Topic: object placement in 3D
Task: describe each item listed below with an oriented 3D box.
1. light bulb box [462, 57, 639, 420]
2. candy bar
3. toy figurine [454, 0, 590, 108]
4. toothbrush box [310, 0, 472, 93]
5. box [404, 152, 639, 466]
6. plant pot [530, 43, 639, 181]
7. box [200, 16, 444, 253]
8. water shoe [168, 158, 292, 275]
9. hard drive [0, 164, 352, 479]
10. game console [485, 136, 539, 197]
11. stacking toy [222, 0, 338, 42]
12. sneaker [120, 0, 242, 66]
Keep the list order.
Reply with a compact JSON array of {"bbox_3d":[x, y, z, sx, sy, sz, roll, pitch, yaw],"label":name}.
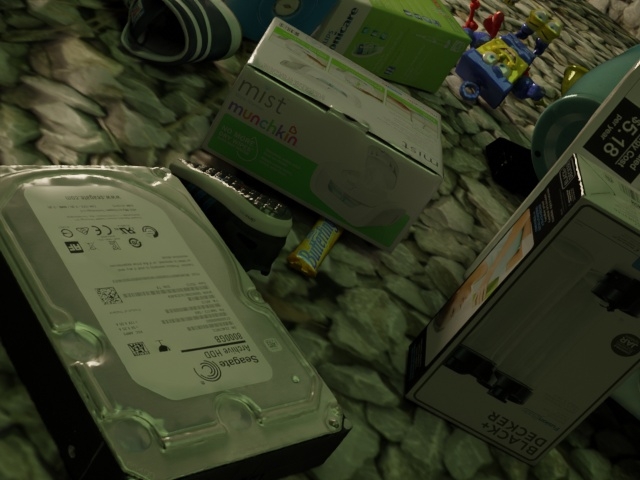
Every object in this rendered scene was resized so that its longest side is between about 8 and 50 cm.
[{"bbox_3d":[0.420,0.013,1.124,0.361,0.358,0.225,39,12,8],"label":"light bulb box"},{"bbox_3d":[0.000,0.000,1.110,0.040,0.018,0.161,35,29,1],"label":"candy bar"},{"bbox_3d":[0.345,-0.291,1.797,0.217,0.191,0.362,-38,81,-28],"label":"toy figurine"},{"bbox_3d":[0.082,-0.381,1.629,0.283,0.122,0.206,9,39,-37],"label":"toothbrush box"},{"bbox_3d":[0.231,0.078,0.955,0.169,0.290,0.087,30,32,-11],"label":"box"},{"bbox_3d":[0.471,-0.157,1.496,0.255,0.271,0.271,-21,59,-38],"label":"plant pot"},{"bbox_3d":[0.014,-0.138,1.194,0.262,0.126,0.231,29,26,-9],"label":"box"},{"bbox_3d":[-0.108,-0.026,0.995,0.073,0.080,0.203,13,11,-37],"label":"water shoe"},{"bbox_3d":[-0.151,0.065,0.826,0.237,0.064,0.339,-4,48,-46],"label":"hard drive"},{"bbox_3d":[0.369,-0.037,1.498,0.213,0.044,0.361,26,30,-14],"label":"game console"},{"bbox_3d":[-0.092,-0.460,1.487,0.175,0.166,0.301,8,49,-38],"label":"stacking toy"},{"bbox_3d":[-0.242,-0.333,1.267,0.282,0.099,0.153,41,29,5],"label":"sneaker"}]
